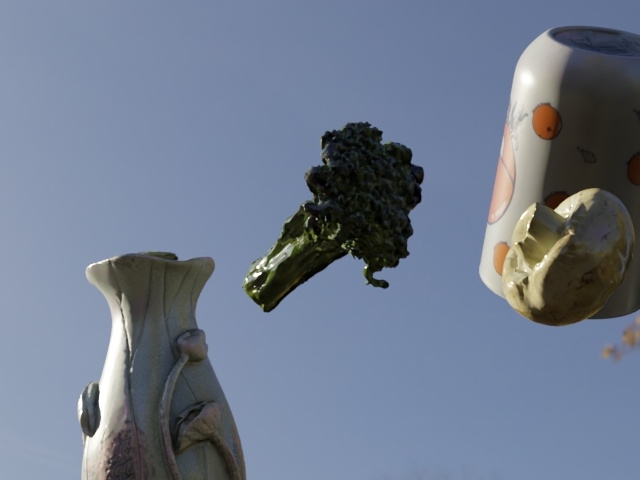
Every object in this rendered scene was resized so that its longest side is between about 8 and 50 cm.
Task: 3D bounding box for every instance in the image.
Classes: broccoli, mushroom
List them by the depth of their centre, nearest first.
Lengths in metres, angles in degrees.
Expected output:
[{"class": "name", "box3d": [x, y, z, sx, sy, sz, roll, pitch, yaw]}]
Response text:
[{"class": "mushroom", "box3d": [0.241, 0.015, 1.476, 0.112, 0.148, 0.148, 31, -32, -9]}, {"class": "broccoli", "box3d": [-0.005, -0.006, 1.772, 0.145, 0.165, 0.304, 24, -41, -20]}]

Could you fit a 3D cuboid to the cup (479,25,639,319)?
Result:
[{"class": "cup", "box3d": [0.323, -0.090, 1.841, 0.212, 0.212, 0.317, 9, -68, 4]}]

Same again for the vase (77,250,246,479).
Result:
[{"class": "vase", "box3d": [-0.226, 0.235, 2.142, 0.250, 0.445, 0.250, -5, -15, -1]}]
